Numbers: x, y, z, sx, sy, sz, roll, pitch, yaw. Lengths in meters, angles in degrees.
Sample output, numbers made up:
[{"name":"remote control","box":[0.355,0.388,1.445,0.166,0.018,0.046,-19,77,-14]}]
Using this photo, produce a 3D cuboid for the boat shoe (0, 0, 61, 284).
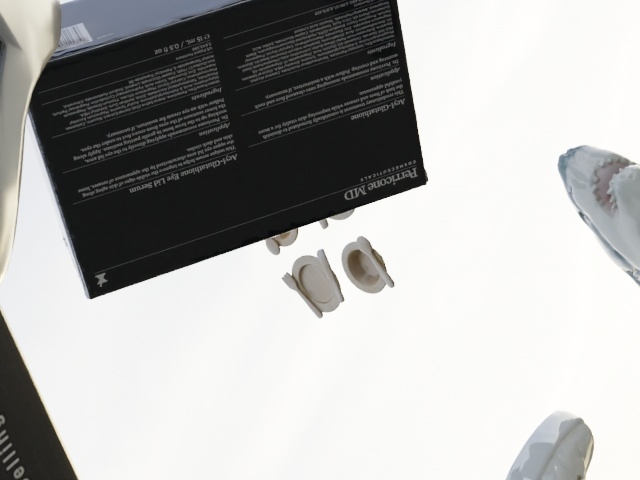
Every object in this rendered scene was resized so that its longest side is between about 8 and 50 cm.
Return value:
[{"name":"boat shoe","box":[-0.157,-0.069,0.564,0.258,0.084,0.095,-91,-18,-53]}]

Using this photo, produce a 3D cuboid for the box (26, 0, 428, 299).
[{"name":"box","box":[-0.072,-0.094,1.071,0.261,0.103,0.184,-19,-59,-11]}]

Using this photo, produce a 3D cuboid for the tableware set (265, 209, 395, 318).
[{"name":"tableware set","box":[0.000,0.000,1.467,0.020,0.169,0.141,-34,-86,-41]}]

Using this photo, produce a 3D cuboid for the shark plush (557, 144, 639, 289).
[{"name":"shark plush","box":[0.146,0.016,0.563,0.161,0.067,0.073,33,-103,-47]}]

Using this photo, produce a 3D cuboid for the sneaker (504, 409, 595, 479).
[{"name":"sneaker","box":[0.171,0.250,1.098,0.106,0.123,0.290,86,-154,-44]}]

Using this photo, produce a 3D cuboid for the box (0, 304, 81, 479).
[{"name":"box","box":[-0.214,0.034,0.240,0.318,0.097,0.394,-39,-50,-33]}]
